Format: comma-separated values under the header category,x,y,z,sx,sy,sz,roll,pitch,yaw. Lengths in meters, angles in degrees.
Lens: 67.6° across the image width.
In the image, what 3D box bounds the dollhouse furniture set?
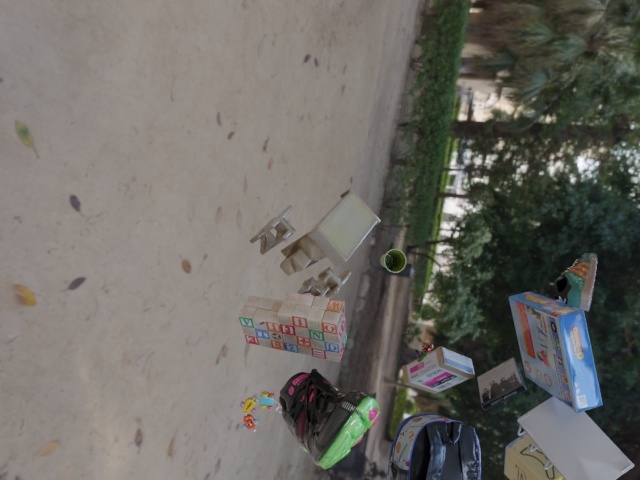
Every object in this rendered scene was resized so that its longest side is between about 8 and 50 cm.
category,x,y,z,sx,sy,sz,roll,pitch,yaw
dollhouse furniture set,0.000,0.000,1.848,0.394,0.362,0.256,-31,-166,52

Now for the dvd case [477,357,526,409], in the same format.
category,x,y,z,sx,sy,sz,roll,pitch,yaw
dvd case,0.722,0.573,1.924,0.029,0.179,0.239,54,18,-1

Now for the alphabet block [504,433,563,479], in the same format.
category,x,y,z,sx,sy,sz,roll,pitch,yaw
alphabet block,0.837,0.857,1.804,0.197,0.193,0.193,43,-29,53

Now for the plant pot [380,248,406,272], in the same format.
category,x,y,z,sx,sy,sz,roll,pitch,yaw
plant pot,0.250,0.072,1.695,0.079,0.083,0.083,173,-73,-76

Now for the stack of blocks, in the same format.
category,x,y,z,sx,sy,sz,roll,pitch,yaw
stack of blocks,-0.079,0.239,1.383,0.087,0.297,0.171,-66,157,-46

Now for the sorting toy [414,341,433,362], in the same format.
category,x,y,z,sx,sy,sz,roll,pitch,yaw
sorting toy,0.376,0.409,1.770,0.102,0.042,0.061,-30,162,-46

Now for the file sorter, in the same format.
category,x,y,z,sx,sy,sz,roll,pitch,yaw
file sorter,0.812,0.683,1.567,0.277,0.193,0.173,55,-11,40

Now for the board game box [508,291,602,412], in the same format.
category,x,y,z,sx,sy,sz,roll,pitch,yaw
board game box,0.753,0.346,1.558,0.302,0.086,0.308,-133,-151,-83

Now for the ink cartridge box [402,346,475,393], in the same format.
category,x,y,z,sx,sy,sz,roll,pitch,yaw
ink cartridge box,0.498,0.556,2.033,0.235,0.193,0.088,-42,-145,39

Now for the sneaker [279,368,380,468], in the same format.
category,x,y,z,sx,sy,sz,roll,pitch,yaw
sneaker,-0.013,0.434,1.209,0.185,0.202,0.483,-38,176,-28

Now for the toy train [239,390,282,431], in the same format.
category,x,y,z,sx,sy,sz,roll,pitch,yaw
toy train,-0.221,0.609,1.729,0.125,0.166,0.046,60,5,-14

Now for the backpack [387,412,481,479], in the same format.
category,x,y,z,sx,sy,sz,roll,pitch,yaw
backpack,0.311,0.609,1.298,0.213,0.277,0.263,176,-75,-68

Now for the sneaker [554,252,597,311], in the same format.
category,x,y,z,sx,sy,sz,roll,pitch,yaw
sneaker,0.916,0.133,1.717,0.302,0.121,0.108,-45,134,-45
